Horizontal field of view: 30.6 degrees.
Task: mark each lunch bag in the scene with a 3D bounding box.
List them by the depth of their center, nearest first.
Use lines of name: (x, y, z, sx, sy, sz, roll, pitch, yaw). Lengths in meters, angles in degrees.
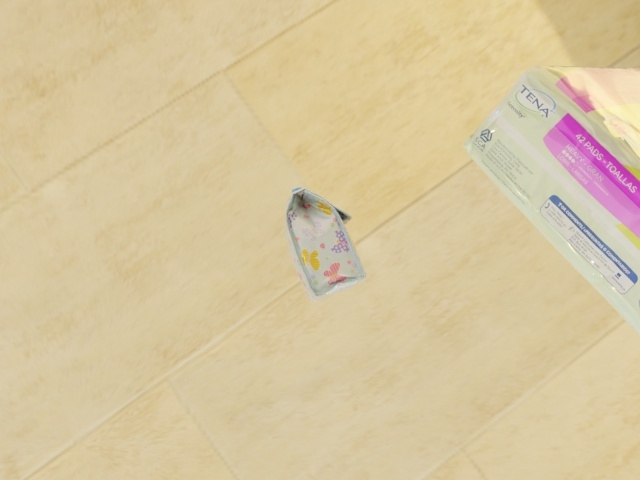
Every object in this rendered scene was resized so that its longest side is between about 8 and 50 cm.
lunch bag: (0.000, 0.000, 0.889, 0.053, 0.071, 0.083, -23, 85, -5)

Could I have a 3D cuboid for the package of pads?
package of pads: (0.274, -0.036, 0.951, 0.229, 0.296, 0.101, 47, 118, 16)
